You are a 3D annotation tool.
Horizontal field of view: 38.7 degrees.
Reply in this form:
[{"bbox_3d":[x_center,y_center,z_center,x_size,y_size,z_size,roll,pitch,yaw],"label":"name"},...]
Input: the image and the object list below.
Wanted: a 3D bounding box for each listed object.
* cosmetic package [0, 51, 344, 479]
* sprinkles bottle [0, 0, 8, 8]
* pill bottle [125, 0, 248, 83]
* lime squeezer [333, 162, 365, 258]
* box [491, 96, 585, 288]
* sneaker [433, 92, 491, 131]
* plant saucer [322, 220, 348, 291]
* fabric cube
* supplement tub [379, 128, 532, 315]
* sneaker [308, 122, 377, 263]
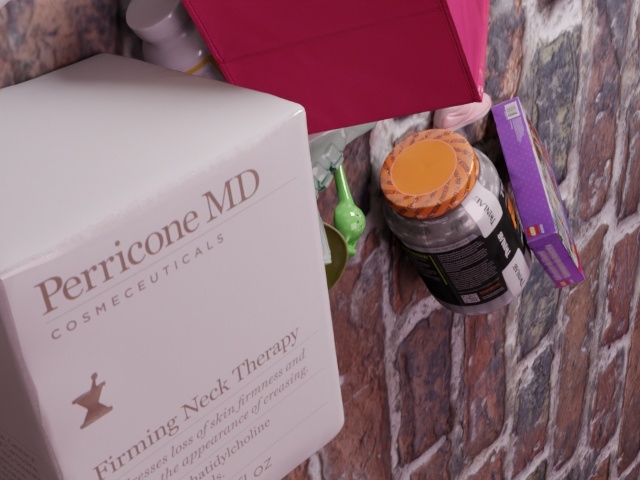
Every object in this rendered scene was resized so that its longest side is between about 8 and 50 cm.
[{"bbox_3d":[-0.214,0.069,0.913,0.329,0.327,0.394,-34,130,-35],"label":"cosmetic package"},{"bbox_3d":[-0.238,-0.352,0.836,0.355,0.121,0.121,-51,140,-19],"label":"sprinkles bottle"},{"bbox_3d":[-0.138,-0.210,1.043,0.103,0.103,0.184,-57,141,-13],"label":"pill bottle"},{"bbox_3d":[0.000,0.000,1.308,0.310,0.110,0.059,-69,161,4],"label":"lime squeezer"},{"bbox_3d":[0.390,-0.085,1.638,0.201,0.057,0.293,42,34,-51],"label":"box"},{"bbox_3d":[0.240,-0.234,1.527,0.134,0.051,0.070,-32,136,-31],"label":"sneaker"},{"bbox_3d":[-0.082,0.037,1.212,0.240,0.037,0.241,-15,144,-11],"label":"plant saucer"},{"bbox_3d":[0.025,-0.296,0.986,0.259,0.258,0.254,60,32,-42],"label":"fabric cube"},{"bbox_3d":[0.221,-0.028,1.495,0.194,0.193,0.316,-55,142,-15],"label":"supplement tub"},{"bbox_3d":[-0.008,-0.054,1.084,0.256,0.094,0.151,-35,98,-19],"label":"sneaker"}]
